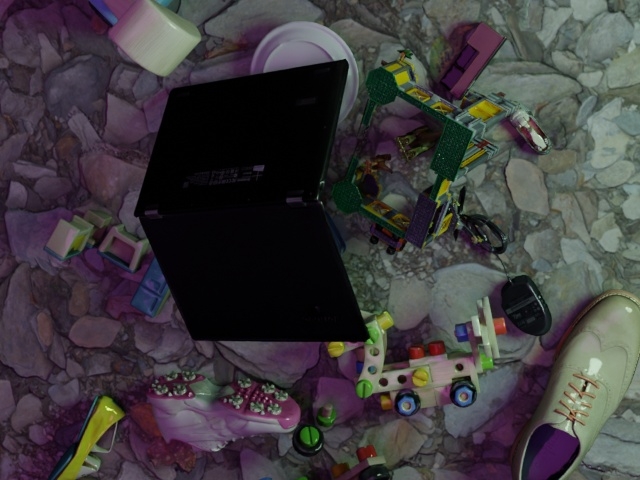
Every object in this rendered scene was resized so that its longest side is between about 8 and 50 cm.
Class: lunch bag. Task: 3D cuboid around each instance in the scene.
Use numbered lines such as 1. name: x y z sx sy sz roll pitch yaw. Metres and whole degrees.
1. lunch bag: 0.000 0.000 1.817 0.067 0.065 0.098 -27 91 35

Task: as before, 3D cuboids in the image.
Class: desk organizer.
1. desk organizer: 0.256 -0.304 1.725 0.050 0.047 0.130 38 104 5

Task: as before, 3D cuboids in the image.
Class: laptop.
1. laptop: -0.097 -0.057 1.759 0.381 0.236 0.408 -3 64 32

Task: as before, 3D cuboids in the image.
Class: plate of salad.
1. plate of salad: -0.027 -0.285 1.785 0.199 0.048 0.200 6 110 16

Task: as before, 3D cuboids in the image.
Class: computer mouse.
1. computer mouse: 0.331 0.058 1.781 0.071 0.041 0.242 -30 88 31

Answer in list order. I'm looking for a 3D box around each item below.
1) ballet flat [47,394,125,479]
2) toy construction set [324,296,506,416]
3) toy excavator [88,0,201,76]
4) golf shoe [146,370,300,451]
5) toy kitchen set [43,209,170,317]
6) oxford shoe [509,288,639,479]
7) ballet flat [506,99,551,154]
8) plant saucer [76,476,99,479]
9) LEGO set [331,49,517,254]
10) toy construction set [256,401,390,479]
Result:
1. ballet flat: -0.453 0.407 1.979 0.077 0.077 0.231 29 103 -12
2. toy construction set: 0.176 0.195 1.783 0.327 0.151 0.215 -9 98 24
3. toy excavator: -0.326 -0.434 1.613 0.222 0.445 0.433 -44 89 15
4. golf shoe: -0.176 0.331 1.891 0.306 0.115 0.140 6 112 23
5. toy kitchen set: -0.382 0.052 1.852 0.207 0.166 0.122 30 104 5
6. oxford shoe: 0.445 0.274 1.732 0.140 0.146 0.397 23 102 9
7. ballet flat: 0.353 -0.193 1.727 0.041 0.041 0.114 -40 90 15
8. plant saucer: -0.481 0.608 2.034 0.277 0.041 0.278 2 101 12
9. LEGO set: 0.180 -0.155 1.713 0.255 0.192 0.331 26 124 26
10. toy construction set: 0.022 0.513 1.847 0.309 0.257 0.237 41 150 18
